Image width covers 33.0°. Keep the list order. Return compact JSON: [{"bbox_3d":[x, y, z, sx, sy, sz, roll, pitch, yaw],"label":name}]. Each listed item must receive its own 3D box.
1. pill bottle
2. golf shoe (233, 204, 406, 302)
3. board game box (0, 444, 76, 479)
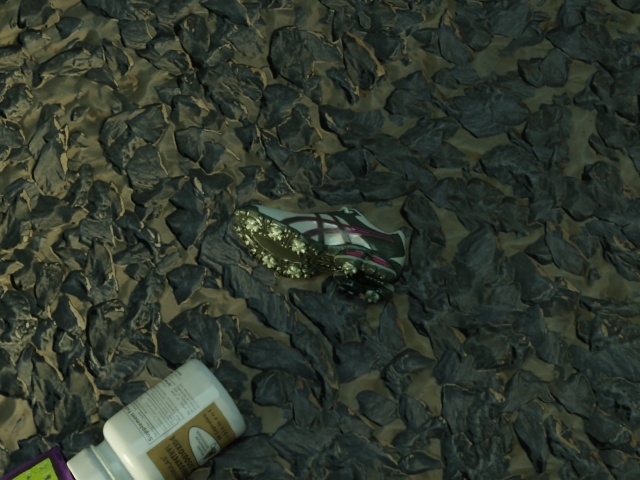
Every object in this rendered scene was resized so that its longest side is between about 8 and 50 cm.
[{"bbox_3d":[-0.229,0.281,1.510,0.229,0.131,0.131,-36,70,-15],"label":"pill bottle"},{"bbox_3d":[0.000,0.000,1.673,0.273,0.105,0.120,23,51,4],"label":"golf shoe"},{"bbox_3d":[-0.467,0.438,1.438,0.347,0.056,0.208,-29,37,-12],"label":"board game box"}]
